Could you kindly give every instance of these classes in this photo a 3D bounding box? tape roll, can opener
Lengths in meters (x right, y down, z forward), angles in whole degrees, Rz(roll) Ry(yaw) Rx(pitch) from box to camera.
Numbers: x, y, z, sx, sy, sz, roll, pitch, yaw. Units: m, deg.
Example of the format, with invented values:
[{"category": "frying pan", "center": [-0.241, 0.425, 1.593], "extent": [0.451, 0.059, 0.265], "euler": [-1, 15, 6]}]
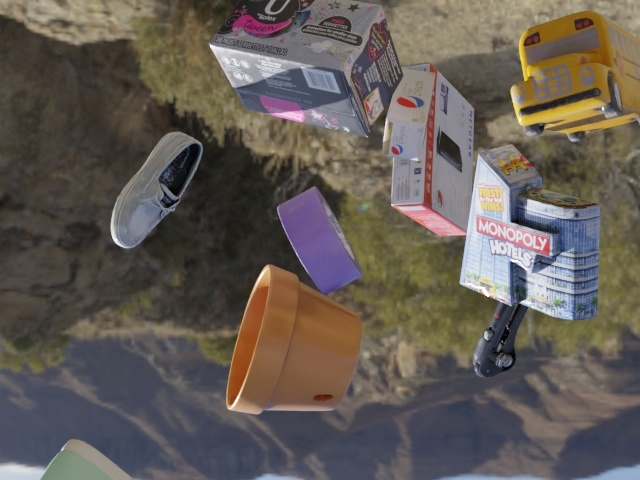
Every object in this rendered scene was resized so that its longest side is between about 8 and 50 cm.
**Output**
[{"category": "tape roll", "center": [0.000, 0.000, 1.612], "extent": [0.080, 0.189, 0.189], "euler": [-29, 169, 6]}, {"category": "can opener", "center": [0.270, 0.117, 1.275], "extent": [0.059, 0.186, 0.073], "euler": [7, -161, -40]}]

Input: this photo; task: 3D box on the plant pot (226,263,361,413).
[{"category": "plant pot", "center": [-0.047, 0.211, 1.709], "extent": [0.203, 0.291, 0.291], "euler": [16, 170, -10]}]

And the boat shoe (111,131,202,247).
[{"category": "boat shoe", "center": [-0.279, -0.086, 1.502], "extent": [0.081, 0.227, 0.079], "euler": [18, 165, 46]}]

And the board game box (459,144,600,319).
[{"category": "board game box", "center": [0.256, -0.014, 1.095], "extent": [0.060, 0.194, 0.194], "euler": [-17, -158, -28]}]

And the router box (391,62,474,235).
[{"category": "router box", "center": [0.273, -0.206, 2.065], "extent": [0.082, 0.335, 0.301], "euler": [-3, 166, 29]}]

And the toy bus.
[{"category": "toy bus", "center": [0.336, -0.199, 1.087], "extent": [0.108, 0.130, 0.333], "euler": [-11, 178, 32]}]

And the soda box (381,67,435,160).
[{"category": "soda box", "center": [0.157, -0.225, 1.536], "extent": [0.069, 0.074, 0.216], "euler": [9, -145, 6]}]

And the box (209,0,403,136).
[{"category": "box", "center": [-0.019, -0.289, 1.377], "extent": [0.247, 0.142, 0.163], "euler": [16, 155, 28]}]

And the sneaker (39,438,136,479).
[{"category": "sneaker", "center": [-0.252, 0.378, 1.075], "extent": [0.256, 0.151, 0.094], "euler": [33, 146, 3]}]
